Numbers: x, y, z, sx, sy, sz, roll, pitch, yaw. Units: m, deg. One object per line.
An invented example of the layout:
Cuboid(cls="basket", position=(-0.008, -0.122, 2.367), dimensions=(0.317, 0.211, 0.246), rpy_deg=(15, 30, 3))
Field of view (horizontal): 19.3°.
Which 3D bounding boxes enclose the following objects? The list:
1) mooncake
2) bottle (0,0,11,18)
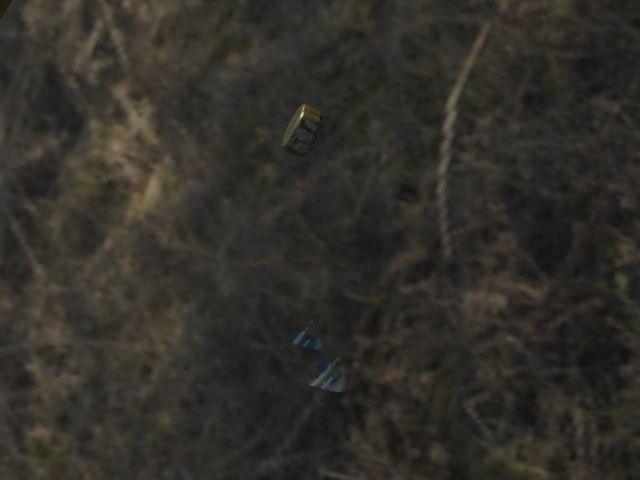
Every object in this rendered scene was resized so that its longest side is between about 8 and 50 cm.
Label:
Cuboid(cls="mooncake", position=(-0.013, -0.001, 1.932), dimensions=(0.150, 0.057, 0.346), rpy_deg=(128, 146, -64))
Cuboid(cls="bottle", position=(-0.297, -0.274, 1.133), dimensions=(0.171, 0.171, 0.351), rpy_deg=(-43, 50, 29))
